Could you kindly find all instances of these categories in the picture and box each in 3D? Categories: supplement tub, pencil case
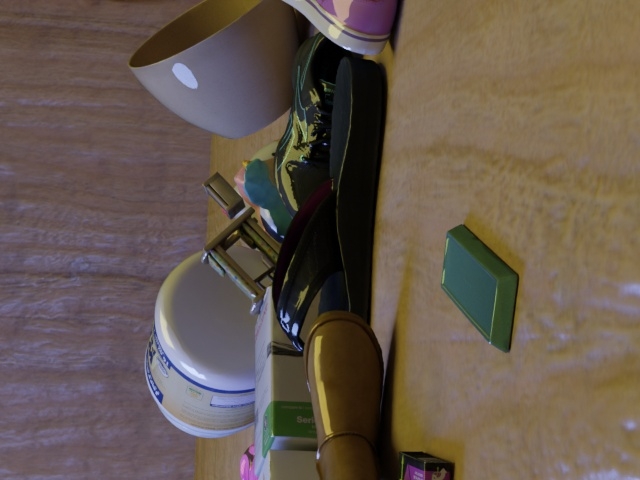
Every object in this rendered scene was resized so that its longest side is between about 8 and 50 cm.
[{"bbox_3d":[-0.154,0.168,2.355,0.316,0.228,0.228,112,159,-63],"label":"supplement tub"},{"bbox_3d":[-0.066,0.325,2.195,0.098,0.095,0.209,57,164,3],"label":"pencil case"}]

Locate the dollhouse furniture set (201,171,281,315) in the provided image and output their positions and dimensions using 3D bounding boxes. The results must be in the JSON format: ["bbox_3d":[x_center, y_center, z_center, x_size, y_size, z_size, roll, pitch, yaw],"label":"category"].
[{"bbox_3d":[-0.116,0.022,2.171,0.182,0.101,0.161,46,170,14],"label":"dollhouse furniture set"}]

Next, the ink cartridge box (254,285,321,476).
[{"bbox_3d":[-0.036,0.191,2.046,0.160,0.093,0.219,111,160,-61],"label":"ink cartridge box"}]

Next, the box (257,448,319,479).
[{"bbox_3d":[-0.034,0.363,1.980,0.170,0.091,0.130,109,162,-59],"label":"box"}]

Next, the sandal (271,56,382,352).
[{"bbox_3d":[0.000,-0.002,1.856,0.167,0.107,0.445,-146,59,-79],"label":"sandal"}]

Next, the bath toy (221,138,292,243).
[{"bbox_3d":[-0.076,-0.070,2.275,0.348,0.129,0.151,172,101,-81],"label":"bath toy"}]

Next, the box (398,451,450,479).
[{"bbox_3d":[0.094,0.284,1.432,0.116,0.029,0.162,158,113,-80],"label":"box"}]

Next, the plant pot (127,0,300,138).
[{"bbox_3d":[-0.143,-0.278,2.460,0.191,0.284,0.284,59,-177,-21],"label":"plant pot"}]

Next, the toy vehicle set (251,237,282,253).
[{"bbox_3d":[-0.091,0.025,2.603,0.166,0.035,0.267,-106,21,-62],"label":"toy vehicle set"}]

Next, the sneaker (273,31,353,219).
[{"bbox_3d":[-0.002,-0.146,1.947,0.106,0.101,0.267,142,130,-75],"label":"sneaker"}]

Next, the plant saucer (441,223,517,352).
[{"bbox_3d":[0.134,0.038,1.317,0.192,0.018,0.067,-125,39,-74],"label":"plant saucer"}]

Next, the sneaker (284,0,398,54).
[{"bbox_3d":[0.005,-0.353,1.798,0.282,0.102,0.161,39,128,36],"label":"sneaker"}]

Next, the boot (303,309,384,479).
[{"bbox_3d":[0.035,0.229,1.588,0.269,0.089,0.236,-94,-3,-69],"label":"boot"}]
